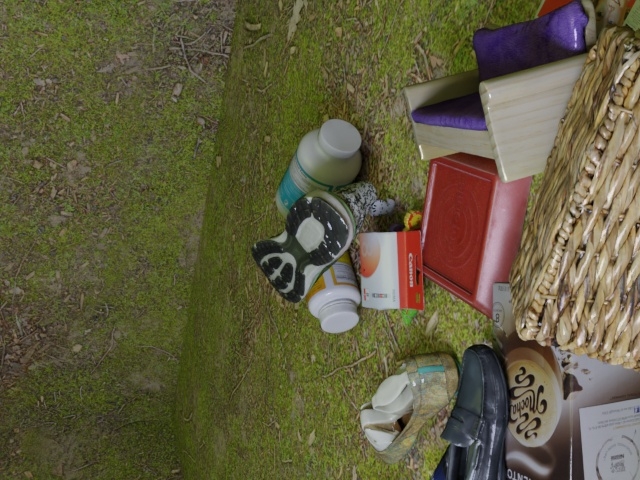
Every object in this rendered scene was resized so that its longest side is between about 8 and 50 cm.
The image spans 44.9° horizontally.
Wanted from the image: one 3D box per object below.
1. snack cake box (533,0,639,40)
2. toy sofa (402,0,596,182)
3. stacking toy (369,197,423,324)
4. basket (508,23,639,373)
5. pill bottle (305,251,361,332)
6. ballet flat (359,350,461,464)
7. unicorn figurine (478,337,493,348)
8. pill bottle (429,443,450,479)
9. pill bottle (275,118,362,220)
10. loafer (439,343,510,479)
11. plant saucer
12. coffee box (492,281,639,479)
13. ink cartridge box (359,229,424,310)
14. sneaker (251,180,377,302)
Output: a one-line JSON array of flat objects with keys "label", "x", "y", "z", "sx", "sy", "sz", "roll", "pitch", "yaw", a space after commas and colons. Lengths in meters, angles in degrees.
[{"label": "snack cake box", "x": 0.367, "y": -0.254, "z": 0.888, "sx": 0.264, "sy": 0.089, "sz": 0.152, "roll": -110, "pitch": 28, "yaw": -43}, {"label": "toy sofa", "x": 0.224, "y": -0.192, "z": 1.009, "sx": 0.362, "sy": 0.150, "sz": 0.177, "roll": -129, "pitch": 23, "yaw": -77}, {"label": "stacking toy", "x": 0.139, "y": 0.031, "z": 1.496, "sx": 0.167, "sy": 0.052, "sz": 0.221, "roll": -143, "pitch": 56, "yaw": -64}, {"label": "basket", "x": 0.333, "y": -0.034, "z": 0.743, "sx": 0.213, "sy": 0.223, "sz": 0.299, "roll": -61, "pitch": -14, "yaw": -69}, {"label": "pill bottle", "x": 0.019, "y": 0.092, "z": 1.703, "sx": 0.117, "sy": 0.117, "sz": 0.214, "roll": 116, "pitch": 148, "yaw": -46}, {"label": "ballet flat", "x": 0.135, "y": 0.308, "z": 1.404, "sx": 0.348, "sy": 0.123, "sz": 0.123, "roll": 117, "pitch": 147, "yaw": -48}, {"label": "unicorn figurine", "x": 0.255, "y": 0.228, "z": 1.179, "sx": 0.111, "sy": 0.060, "sz": 0.161, "roll": 61, "pitch": 141, "yaw": 45}, {"label": "pill bottle", "x": 0.227, "y": 0.361, "z": 1.140, "sx": 0.122, "sy": 0.123, "sz": 0.219, "roll": -111, "pitch": 27, "yaw": -44}, {"label": "pill bottle", "x": 0.002, "y": -0.151, "z": 1.725, "sx": 0.264, "sy": 0.146, "sz": 0.146, "roll": 122, "pitch": 143, "yaw": -51}, {"label": "loafer", "x": 0.194, "y": 0.245, "z": 0.989, "sx": 0.076, "sy": 0.078, "sz": 0.223, "roll": 180, "pitch": 91, "yaw": -72}, {"label": "plant saucer", "x": 0.234, "y": -0.025, "z": 1.269, "sx": 0.259, "sy": 0.048, "sz": 0.258, "roll": -142, "pitch": 56, "yaw": -65}, {"label": "coffee box", "x": 0.307, "y": 0.202, "z": 0.969, "sx": 0.168, "sy": 0.119, "sz": 0.297, "roll": 175, "pitch": 96, "yaw": -69}, {"label": "ink cartridge box", "x": 0.127, "y": 0.055, "z": 1.414, "sx": 0.179, "sy": 0.045, "sz": 0.145, "roll": 177, "pitch": 91, "yaw": -70}, {"label": "sneaker", "x": 0.000, "y": 0.000, "z": 1.583, "sx": 0.158, "sy": 0.182, "sz": 0.410, "roll": 55, "pitch": 147, "yaw": 3}]
